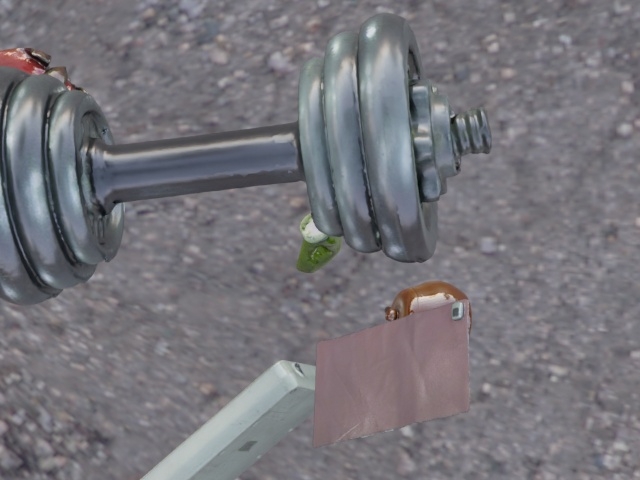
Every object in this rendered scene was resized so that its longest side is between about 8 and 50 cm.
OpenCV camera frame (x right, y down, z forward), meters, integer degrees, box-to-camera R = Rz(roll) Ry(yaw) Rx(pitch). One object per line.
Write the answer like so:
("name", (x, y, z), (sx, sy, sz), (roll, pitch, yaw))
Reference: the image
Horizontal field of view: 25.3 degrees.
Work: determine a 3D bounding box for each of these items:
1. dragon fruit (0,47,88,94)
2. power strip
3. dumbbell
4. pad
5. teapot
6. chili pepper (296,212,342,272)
("dragon fruit", (-0.387, -0.144, 1.729), (0.193, 0.192, 0.274), (32, 46, -4))
("power strip", (-0.100, 0.232, 1.676), (0.270, 0.118, 0.046), (-41, 65, 12))
("dumbbell", (-0.082, -0.055, 1.015), (0.406, 0.179, 0.179), (-6, 94, 9))
("pad", (0.064, 0.128, 1.360), (0.006, 0.188, 0.113), (27, 54, -43))
("teapot", (0.140, 0.107, 1.924), (0.116, 0.173, 0.116), (-2, 97, -19))
("chili pepper", (0.000, 0.000, 1.720), (0.052, 0.202, 0.050), (9, 78, 0))
